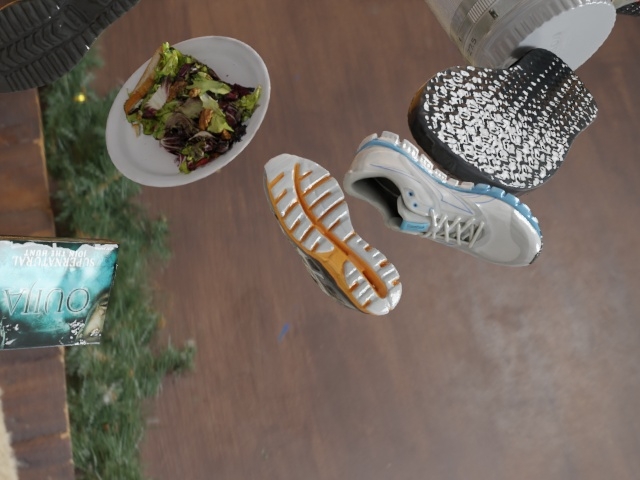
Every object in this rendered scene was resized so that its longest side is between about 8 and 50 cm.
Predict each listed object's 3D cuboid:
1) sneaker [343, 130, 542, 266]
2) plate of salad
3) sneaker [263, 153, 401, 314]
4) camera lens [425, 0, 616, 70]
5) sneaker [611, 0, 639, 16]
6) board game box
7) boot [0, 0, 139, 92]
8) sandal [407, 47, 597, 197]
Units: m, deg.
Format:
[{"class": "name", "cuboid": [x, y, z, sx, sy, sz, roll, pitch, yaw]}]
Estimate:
[{"class": "sneaker", "cuboid": [0.103, -0.021, 0.887, 0.190, 0.071, 0.083, 27, 39, 10]}, {"class": "plate of salad", "cuboid": [-0.151, -0.149, 1.092, 0.199, 0.048, 0.200, -10, 58, 16]}, {"class": "sneaker", "cuboid": [0.000, 0.000, 1.132, 0.084, 0.083, 0.215, -38, 99, -25]}, {"class": "camera lens", "cuboid": [0.266, -0.373, 1.442, 0.219, 0.219, 0.274, -22, 67, -17]}, {"class": "sneaker", "cuboid": [0.450, -0.357, 1.366, 0.057, 0.161, 0.075, 7, 85, -8]}, {"class": "board game box", "cuboid": [-0.311, 0.058, 1.116, 0.026, 0.186, 0.126, 18, 99, 35]}, {"class": "boot", "cuboid": [-0.225, -0.217, 0.921, 0.198, 0.137, 0.077, -26, 116, 14]}, {"class": "sandal", "cuboid": [0.222, -0.130, 1.222, 0.167, 0.107, 0.445, 53, 34, 8]}]
